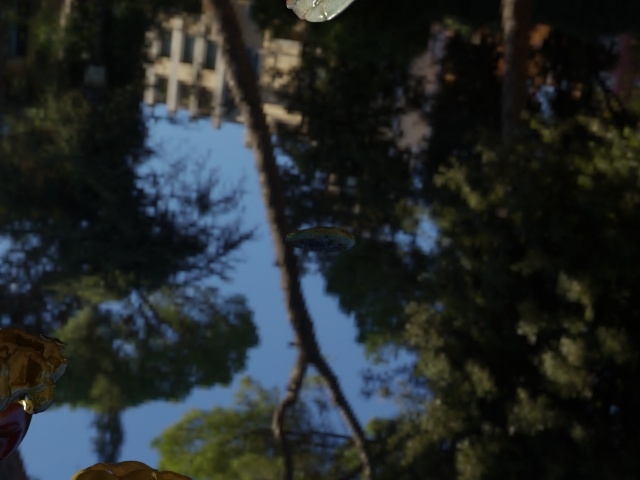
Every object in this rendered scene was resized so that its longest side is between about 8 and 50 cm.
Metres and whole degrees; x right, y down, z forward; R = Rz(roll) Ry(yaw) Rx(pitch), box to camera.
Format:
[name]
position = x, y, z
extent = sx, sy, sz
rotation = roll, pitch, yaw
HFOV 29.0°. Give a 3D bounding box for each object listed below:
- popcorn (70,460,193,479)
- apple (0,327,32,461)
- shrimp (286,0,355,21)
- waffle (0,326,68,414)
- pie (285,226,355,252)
[popcorn]
position = -0.145, 0.366, 1.220
extent = 0.349, 0.349, 0.381
rotation = 15, -163, 20
[apple]
position = -0.508, 0.209, 1.640
extent = 0.260, 0.260, 0.216
rotation = -15, -118, -49
[shrimp]
position = 0.037, -0.349, 1.423
extent = 0.085, 0.247, 0.360
rotation = 31, 166, -23
[waffle]
position = -0.238, 0.057, 0.683
extent = 0.192, 0.046, 0.160
rotation = 10, -177, -15
[pie]
position = -0.001, 0.000, 1.429
extent = 0.084, 0.021, 0.084
rotation = 4, 168, 1
